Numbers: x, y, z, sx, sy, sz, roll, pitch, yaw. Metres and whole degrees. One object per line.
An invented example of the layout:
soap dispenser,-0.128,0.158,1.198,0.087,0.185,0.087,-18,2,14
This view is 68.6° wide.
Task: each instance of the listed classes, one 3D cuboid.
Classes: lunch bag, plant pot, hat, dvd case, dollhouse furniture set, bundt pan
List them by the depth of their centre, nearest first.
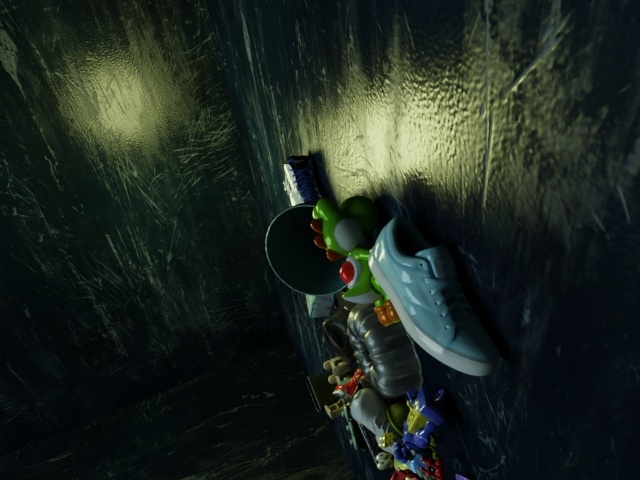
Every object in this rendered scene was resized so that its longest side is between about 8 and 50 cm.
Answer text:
bundt pan,0.180,0.334,1.440,0.331,0.124,0.331,160,90,-77
plant pot,0.000,0.000,1.463,0.195,0.289,0.291,-51,-51,-62
dvd case,0.220,0.691,1.680,0.253,0.022,0.181,21,-141,-58
hat,0.089,0.356,1.759,0.332,0.133,0.331,58,165,25
lunch bag,-0.009,0.188,1.982,0.279,0.107,0.224,99,163,-60
dollhouse furniture set,0.076,0.709,2.278,0.212,0.160,0.242,151,100,-77
plant pot,0.033,0.827,2.603,0.188,0.166,0.188,104,145,-65

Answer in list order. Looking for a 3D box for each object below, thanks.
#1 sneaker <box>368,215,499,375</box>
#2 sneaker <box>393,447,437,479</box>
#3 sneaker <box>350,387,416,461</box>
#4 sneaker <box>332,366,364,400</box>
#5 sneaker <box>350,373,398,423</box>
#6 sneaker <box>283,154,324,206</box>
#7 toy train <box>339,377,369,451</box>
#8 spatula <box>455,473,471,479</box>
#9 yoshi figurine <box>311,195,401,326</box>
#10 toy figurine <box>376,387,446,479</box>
sneaker,0.222,0.093,0.931,0.366,0.135,0.150,50,142,34
sneaker,0.327,0.728,1.472,0.240,0.091,0.126,27,116,46
sneaker,0.202,0.563,1.439,0.297,0.111,0.129,51,160,-24
sneaker,0.132,0.517,1.701,0.279,0.107,0.119,23,-103,-61
sneaker,0.191,0.602,1.583,0.124,0.180,0.322,-23,87,42
sneaker,-0.065,-0.195,1.665,0.182,0.127,0.316,84,163,-50
toy train,0.171,0.773,2.086,0.190,0.142,0.334,-109,4,-64
spatula,0.422,0.659,1.125,0.296,0.030,0.084,177,77,-75
yoshi figurine,0.134,0.024,1.205,0.362,0.203,0.203,55,-155,7
toy figurine,0.289,0.484,1.246,0.191,0.217,0.362,29,-169,7
